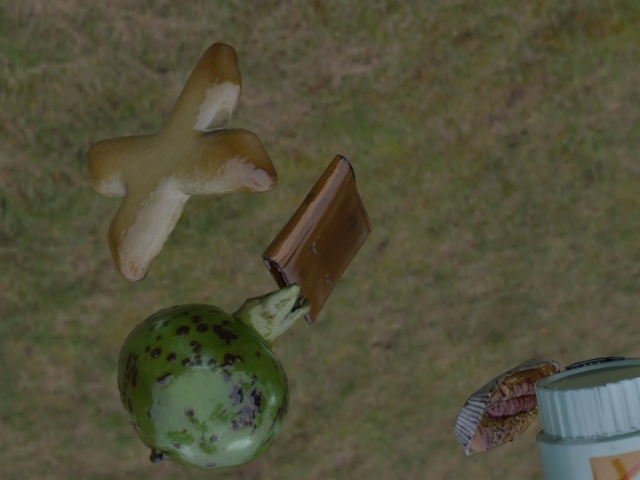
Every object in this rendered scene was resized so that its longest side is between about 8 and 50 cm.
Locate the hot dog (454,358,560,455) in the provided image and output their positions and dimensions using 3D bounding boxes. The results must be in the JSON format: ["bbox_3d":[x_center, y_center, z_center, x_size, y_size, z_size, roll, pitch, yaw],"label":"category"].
[{"bbox_3d":[0.234,0.199,1.931,0.192,0.053,0.099,-19,134,-46],"label":"hot dog"}]

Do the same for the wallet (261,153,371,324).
[{"bbox_3d":[-0.003,-0.001,1.938,0.042,0.161,0.195,27,165,22],"label":"wallet"}]

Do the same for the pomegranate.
[{"bbox_3d":[-0.118,0.149,1.836,0.263,0.211,0.211,-51,141,-12],"label":"pomegranate"}]

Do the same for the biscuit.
[{"bbox_3d":[-0.141,-0.073,1.530,0.208,0.164,0.047,-35,153,30],"label":"biscuit"}]

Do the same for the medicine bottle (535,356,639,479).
[{"bbox_3d":[0.316,0.286,1.626,0.158,0.318,0.158,-12,-176,1],"label":"medicine bottle"}]
